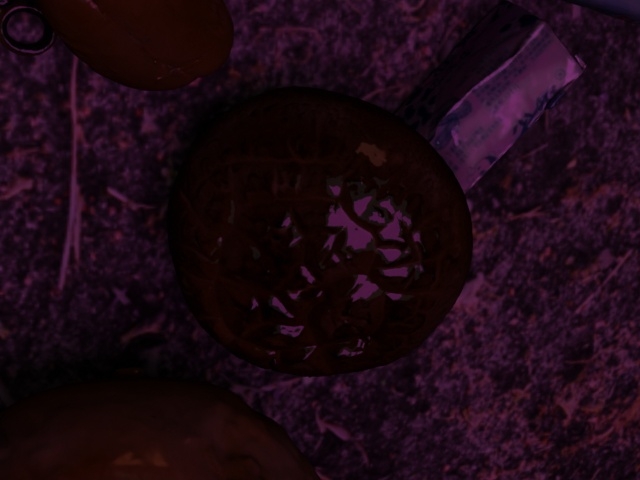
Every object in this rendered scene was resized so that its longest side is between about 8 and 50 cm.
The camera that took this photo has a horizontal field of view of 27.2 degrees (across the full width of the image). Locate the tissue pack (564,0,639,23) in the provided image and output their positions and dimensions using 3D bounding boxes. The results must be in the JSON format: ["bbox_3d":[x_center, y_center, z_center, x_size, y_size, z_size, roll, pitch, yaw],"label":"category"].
[{"bbox_3d":[0.199,-0.287,1.079,0.263,0.089,0.177,10,105,-26],"label":"tissue pack"}]

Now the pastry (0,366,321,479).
[{"bbox_3d":[-0.174,0.290,1.080,0.410,0.245,0.409,-7,111,-17],"label":"pastry"}]

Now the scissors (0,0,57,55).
[{"bbox_3d":[-0.281,-0.211,0.958,0.220,0.017,0.088,23,105,-28],"label":"scissors"}]

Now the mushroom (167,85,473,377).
[{"bbox_3d":[0.000,0.000,1.067,0.253,0.153,0.253,3,119,5],"label":"mushroom"}]

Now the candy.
[{"bbox_3d":[0.136,-0.120,1.122,0.160,0.092,0.073,-46,119,0],"label":"candy"}]

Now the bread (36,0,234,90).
[{"bbox_3d":[-0.138,-0.166,0.974,0.114,0.077,0.189,-17,151,26],"label":"bread"}]
